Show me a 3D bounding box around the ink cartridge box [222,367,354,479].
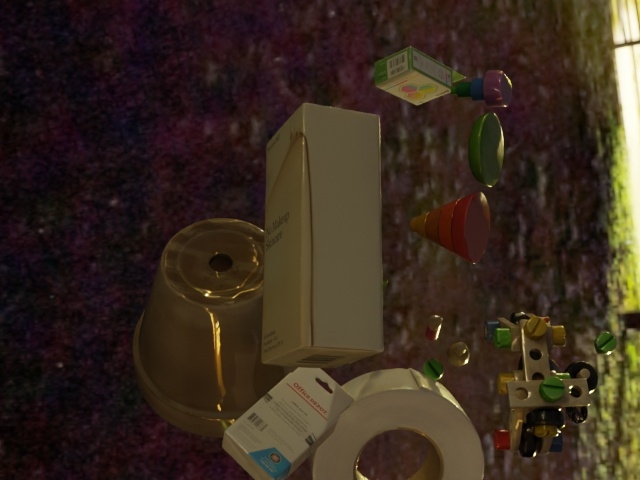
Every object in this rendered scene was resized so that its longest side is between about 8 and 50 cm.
[{"bbox_3d":[-0.046,0.275,1.264,0.180,0.104,0.060,-37,156,-32],"label":"ink cartridge box"}]

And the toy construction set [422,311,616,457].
[{"bbox_3d":[0.313,0.201,1.387,0.237,0.309,0.257,74,39,-70],"label":"toy construction set"}]

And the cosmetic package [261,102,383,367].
[{"bbox_3d":[0.000,0.000,1.091,0.113,0.160,0.309,6,72,-21],"label":"cosmetic package"}]

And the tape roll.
[{"bbox_3d":[0.123,0.360,1.404,0.100,0.286,0.286,-113,-169,-79],"label":"tape roll"}]

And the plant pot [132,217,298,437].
[{"bbox_3d":[-0.166,0.121,1.426,0.280,0.323,0.323,95,11,-47],"label":"plant pot"}]

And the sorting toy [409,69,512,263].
[{"bbox_3d":[0.240,-0.137,1.477,0.127,0.126,0.365,43,56,-53],"label":"sorting toy"}]

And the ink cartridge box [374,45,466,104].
[{"bbox_3d":[0.234,-0.370,1.958,0.209,0.109,0.062,15,67,-43],"label":"ink cartridge box"}]

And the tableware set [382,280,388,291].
[{"bbox_3d":[0.085,0.129,1.448,0.104,0.024,0.154,-63,178,24],"label":"tableware set"}]

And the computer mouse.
[{"bbox_3d":[0.437,0.273,1.550,0.242,0.041,0.071,40,70,-34],"label":"computer mouse"}]
